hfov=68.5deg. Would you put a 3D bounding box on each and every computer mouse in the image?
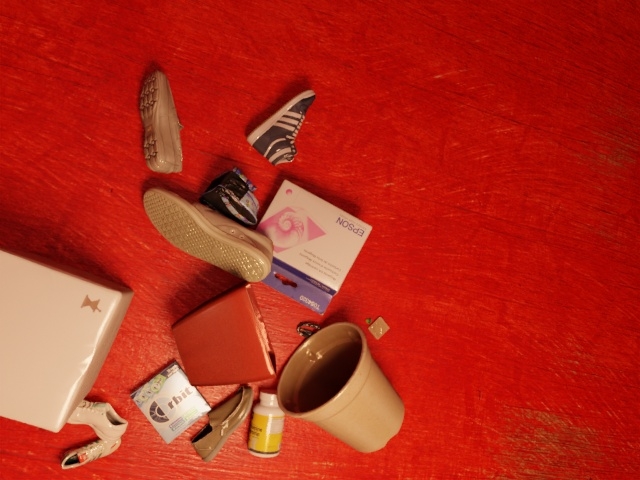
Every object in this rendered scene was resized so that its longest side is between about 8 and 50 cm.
[{"bbox_3d":[0.033,0.333,1.585,0.242,0.041,0.071,26,99,-9],"label":"computer mouse"}]

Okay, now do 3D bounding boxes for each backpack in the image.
[{"bbox_3d":[-0.263,-0.125,1.470,0.173,0.158,0.116,44,56,-23],"label":"backpack"}]

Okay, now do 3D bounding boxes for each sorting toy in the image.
[{"bbox_3d":[0.196,0.297,1.647,0.062,0.012,0.083,-41,101,-12],"label":"sorting toy"}]

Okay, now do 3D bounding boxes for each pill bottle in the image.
[{"bbox_3d":[-0.165,0.565,1.462,0.103,0.103,0.184,10,82,-17],"label":"pill bottle"}]

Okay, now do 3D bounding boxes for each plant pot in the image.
[{"bbox_3d":[0.090,0.476,1.456,0.334,0.334,0.305,-48,113,-15],"label":"plant pot"},{"bbox_3d":[-0.283,0.285,1.383,0.236,0.267,0.267,-19,91,-6],"label":"plant pot"}]

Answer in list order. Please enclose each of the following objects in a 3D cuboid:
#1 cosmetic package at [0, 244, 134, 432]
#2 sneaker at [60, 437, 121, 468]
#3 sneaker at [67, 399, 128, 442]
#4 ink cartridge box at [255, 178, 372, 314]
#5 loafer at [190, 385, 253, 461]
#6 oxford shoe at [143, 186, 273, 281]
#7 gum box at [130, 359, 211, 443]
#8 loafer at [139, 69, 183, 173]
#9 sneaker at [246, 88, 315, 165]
[{"bbox_3d":[-0.699,0.220,1.173,0.328,0.394,0.329,24,78,-14],"label":"cosmetic package"},{"bbox_3d":[-0.645,0.599,1.322,0.161,0.075,0.057,-15,90,-18],"label":"sneaker"},{"bbox_3d":[-0.637,0.477,1.316,0.212,0.080,0.094,35,116,-14],"label":"sneaker"},{"bbox_3d":[-0.052,0.022,1.507,0.324,0.071,0.330,28,84,1],"label":"ink cartridge box"},{"bbox_3d":[-0.297,0.544,1.427,0.087,0.094,0.251,40,75,-15],"label":"loafer"},{"bbox_3d":[-0.334,-0.029,1.429,0.450,0.169,0.130,29,40,5],"label":"oxford shoe"},{"bbox_3d":[-0.447,0.483,1.413,0.157,0.041,0.184,-36,95,-17],"label":"gum box"},{"bbox_3d":[-0.484,-0.362,1.454,0.112,0.112,0.319,2,82,-53],"label":"loafer"},{"bbox_3d":[-0.093,-0.368,1.568,0.282,0.099,0.153,-41,93,-10],"label":"sneaker"}]
